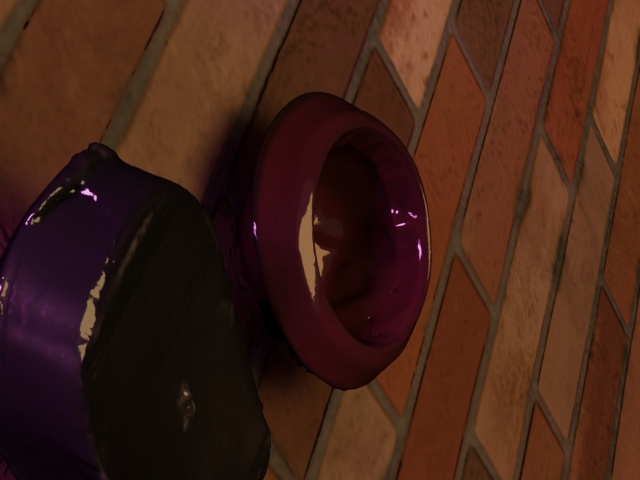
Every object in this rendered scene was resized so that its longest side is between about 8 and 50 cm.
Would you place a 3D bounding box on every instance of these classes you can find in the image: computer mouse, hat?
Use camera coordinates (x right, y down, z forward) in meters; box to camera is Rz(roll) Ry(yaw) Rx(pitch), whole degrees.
[{"bbox_3d":[-0.110,0.084,0.891,0.168,0.087,0.295,-66,150,-42],"label":"computer mouse"},{"bbox_3d":[0.000,0.000,1.111,0.205,0.089,0.205,16,71,-55],"label":"hat"}]
